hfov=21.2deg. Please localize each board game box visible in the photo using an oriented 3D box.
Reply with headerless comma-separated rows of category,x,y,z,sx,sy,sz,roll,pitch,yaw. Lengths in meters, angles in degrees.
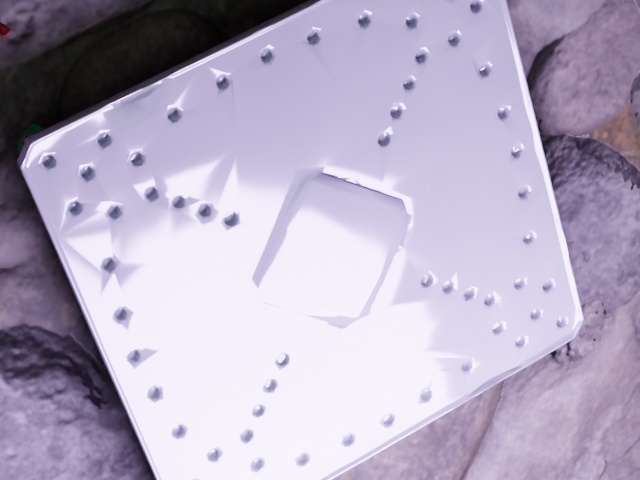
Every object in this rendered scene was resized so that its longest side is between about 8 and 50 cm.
board game box,0.000,0.000,1.329,0.390,0.050,0.390,-28,122,-15

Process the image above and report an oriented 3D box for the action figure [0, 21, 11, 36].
action figure,-0.245,-0.178,1.126,0.038,0.030,0.115,-33,122,-6
